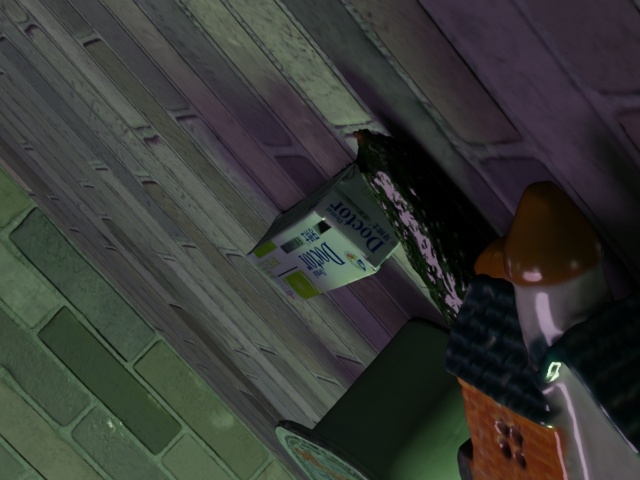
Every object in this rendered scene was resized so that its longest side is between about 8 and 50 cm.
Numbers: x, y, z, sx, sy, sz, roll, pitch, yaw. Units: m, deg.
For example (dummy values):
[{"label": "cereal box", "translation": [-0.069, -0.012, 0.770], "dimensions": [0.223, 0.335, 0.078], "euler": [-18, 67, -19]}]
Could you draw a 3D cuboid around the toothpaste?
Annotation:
[{"label": "toothpaste", "translation": [0.000, 0.000, 1.320], "dimensions": [0.081, 0.067, 0.336], "euler": [43, 166, -5]}]

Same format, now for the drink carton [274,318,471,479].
[{"label": "drink carton", "translation": [0.089, 0.195, 1.364], "dimensions": [0.191, 0.189, 0.185], "euler": [53, 164, -28]}]

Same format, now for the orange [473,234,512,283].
[{"label": "orange", "translation": [0.154, 0.037, 1.013], "dimensions": [0.086, 0.062, 0.086], "euler": [38, 162, 15]}]

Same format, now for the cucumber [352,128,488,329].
[{"label": "cucumber", "translation": [0.114, 0.030, 1.072], "dimensions": [0.293, 0.067, 0.067], "euler": [59, 163, -11]}]

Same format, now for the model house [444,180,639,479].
[{"label": "model house", "translation": [0.207, 0.083, 0.863], "dimensions": [0.271, 0.190, 0.301], "euler": [28, 141, 59]}]
